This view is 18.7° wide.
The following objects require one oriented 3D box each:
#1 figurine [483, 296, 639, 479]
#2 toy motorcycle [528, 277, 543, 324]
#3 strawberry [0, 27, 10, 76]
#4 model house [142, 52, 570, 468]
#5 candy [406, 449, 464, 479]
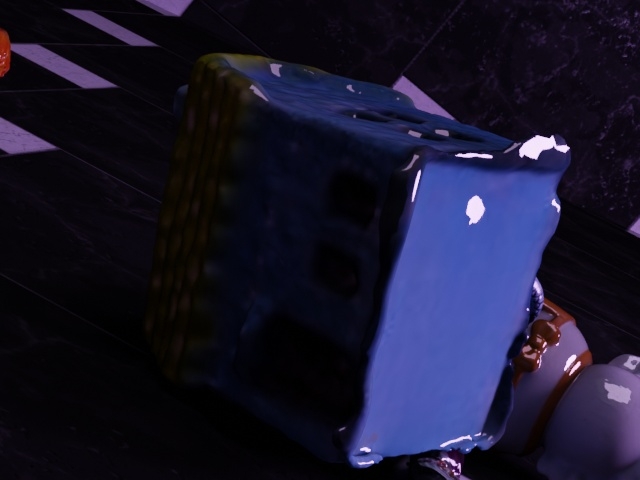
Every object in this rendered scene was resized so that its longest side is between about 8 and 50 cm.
[{"bbox_3d":[0.195,0.126,1.577,0.271,0.143,0.143,21,7,35],"label":"figurine"},{"bbox_3d":[0.053,0.031,1.542,0.254,0.092,0.135,-7,-46,22],"label":"toy motorcycle"},{"bbox_3d":[-0.406,-0.201,1.959,0.188,0.082,0.121,15,-8,-6],"label":"strawberry"},{"bbox_3d":[0.000,0.000,1.394,0.303,0.237,0.215,25,17,40],"label":"model house"},{"bbox_3d":[0.087,0.163,1.433,0.045,0.043,0.175,16,9,4],"label":"candy"}]
